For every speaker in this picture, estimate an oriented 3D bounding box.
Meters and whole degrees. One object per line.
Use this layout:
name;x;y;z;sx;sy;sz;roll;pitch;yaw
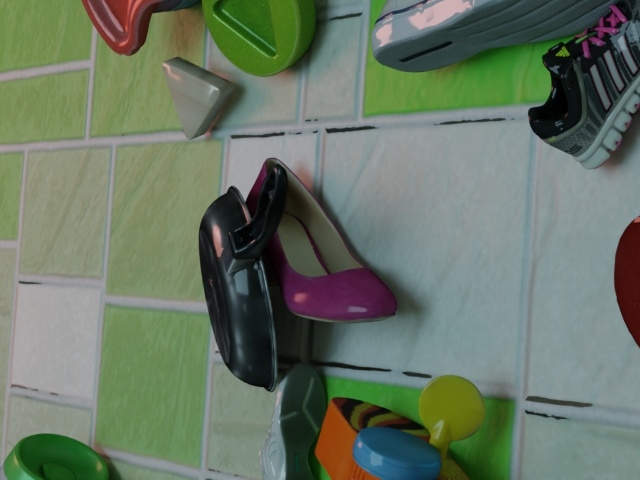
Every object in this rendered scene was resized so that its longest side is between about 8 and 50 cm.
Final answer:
speaker;-0.332;0.365;1.843;0.131;0.131;0.296;46;122;46

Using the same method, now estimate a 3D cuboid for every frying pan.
frying pan;-0.064;0.045;1.483;0.326;0.053;0.197;166;93;-79

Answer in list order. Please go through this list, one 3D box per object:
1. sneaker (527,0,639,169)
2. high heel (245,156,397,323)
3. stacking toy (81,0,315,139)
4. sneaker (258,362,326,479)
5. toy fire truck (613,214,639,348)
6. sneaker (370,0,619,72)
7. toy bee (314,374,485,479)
sneaker;0.205;-0.136;1.218;0.063;0.074;0.170;-104;33;-61
high heel;0.000;0.000;1.483;0.244;0.082;0.117;-151;61;-65
stacking toy;-0.098;-0.280;1.673;0.309;0.130;0.279;-36;84;48
sneaker;-0.033;0.187;1.526;0.061;0.053;0.152;6;91;56
toy fire truck;0.294;0.111;1.025;0.302;0.169;0.254;51;143;45
sneaker;0.133;-0.206;1.321;0.258;0.094;0.091;-9;70;48
toy bee;0.088;0.226;1.305;0.298;0.162;0.195;-91;20;-53
